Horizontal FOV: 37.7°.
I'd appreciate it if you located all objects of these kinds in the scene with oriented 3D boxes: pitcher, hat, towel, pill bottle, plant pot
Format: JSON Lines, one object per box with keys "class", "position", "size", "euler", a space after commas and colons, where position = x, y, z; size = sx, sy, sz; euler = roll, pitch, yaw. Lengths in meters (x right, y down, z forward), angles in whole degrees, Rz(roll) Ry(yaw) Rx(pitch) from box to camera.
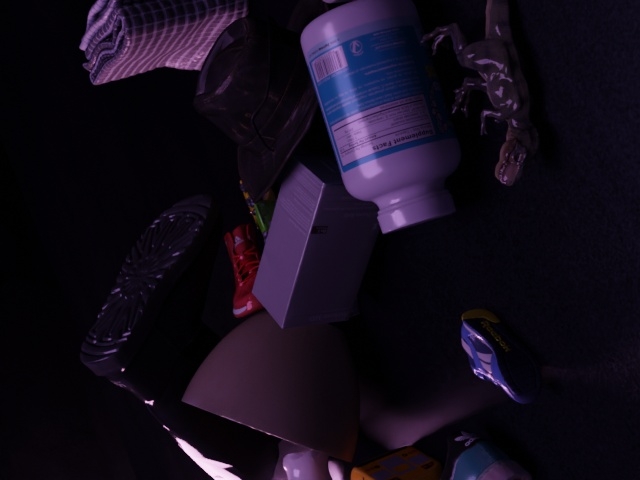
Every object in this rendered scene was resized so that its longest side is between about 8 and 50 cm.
{"class": "pitcher", "position": [-0.007, 0.490, 1.690], "size": [0.177, 0.126, 0.207], "euler": [88, 169, -71]}
{"class": "hat", "position": [-0.101, -0.215, 1.319], "size": [0.331, 0.134, 0.331], "euler": [-165, 90, -70]}
{"class": "towel", "position": [-0.268, -0.359, 1.579], "size": [0.284, 0.235, 0.121], "euler": [-25, 88, 63]}
{"class": "pill bottle", "position": [0.079, -0.146, 1.120], "size": [0.146, 0.146, 0.264], "euler": [-20, 86, 63]}
{"class": "plant pot", "position": [-0.053, 0.214, 1.490], "size": [0.284, 0.284, 0.190], "euler": [-1, 66, 63]}

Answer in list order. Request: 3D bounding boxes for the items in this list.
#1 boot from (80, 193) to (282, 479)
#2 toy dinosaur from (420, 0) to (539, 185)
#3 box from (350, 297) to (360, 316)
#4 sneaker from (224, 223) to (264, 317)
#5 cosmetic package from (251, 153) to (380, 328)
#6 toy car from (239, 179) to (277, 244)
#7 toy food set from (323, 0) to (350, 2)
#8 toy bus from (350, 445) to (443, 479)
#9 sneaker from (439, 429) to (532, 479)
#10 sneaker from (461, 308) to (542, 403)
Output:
{"class": "boot", "position": [-0.178, 0.190, 1.668], "size": [0.146, 0.367, 0.445], "euler": [2, 143, 44]}
{"class": "toy dinosaur", "position": [0.175, -0.193, 1.012], "size": [0.118, 0.064, 0.268], "euler": [-3, 99, 56]}
{"class": "box", "position": [0.005, 0.012, 1.473], "size": [0.114, 0.036, 0.206], "euler": [17, 119, 59]}
{"class": "sneaker", "position": [-0.125, 0.045, 1.530], "size": [0.221, 0.087, 0.128], "euler": [-151, 40, -79]}
{"class": "cosmetic package", "position": [0.000, 0.000, 1.327], "size": [0.107, 0.127, 0.237], "euler": [43, 129, 45]}
{"class": "toy car", "position": [-0.075, -0.019, 1.533], "size": [0.225, 0.053, 0.239], "euler": [97, 152, -77]}
{"class": "toy food set", "position": [0.002, -0.386, 1.229], "size": [0.232, 0.105, 0.111], "euler": [36, 124, 26]}
{"class": "toy bus", "position": [0.130, 0.482, 1.414], "size": [0.130, 0.108, 0.332], "euler": [15, 117, 58]}
{"class": "sneaker", "position": [0.193, 0.384, 1.251], "size": [0.121, 0.108, 0.302], "euler": [44, 133, 46]}
{"class": "sneaker", "position": [0.216, 0.147, 1.127], "size": [0.144, 0.053, 0.059], "euler": [-121, 30, -44]}
